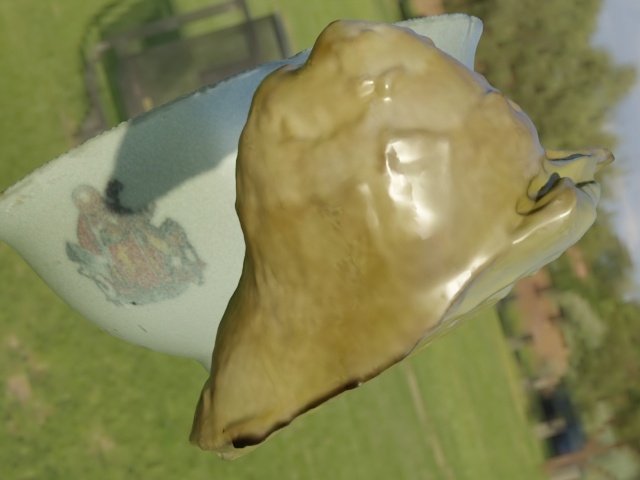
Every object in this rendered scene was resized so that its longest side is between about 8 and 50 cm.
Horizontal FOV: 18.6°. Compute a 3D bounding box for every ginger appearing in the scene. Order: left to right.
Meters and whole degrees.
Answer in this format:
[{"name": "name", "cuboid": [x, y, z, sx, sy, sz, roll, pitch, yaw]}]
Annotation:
[{"name": "ginger", "cuboid": [-0.001, 0.004, 0.715, 0.122, 0.193, 0.115, 45, 20, -11]}]

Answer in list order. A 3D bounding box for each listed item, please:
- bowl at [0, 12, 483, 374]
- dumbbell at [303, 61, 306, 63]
[{"name": "bowl", "cuboid": [-0.036, -0.008, 1.566, 0.435, 0.434, 0.196, 25, 42, -84]}, {"name": "dumbbell", "cuboid": [0.028, -0.044, 0.997, 0.046, 0.052, 0.118, 11, 52, -64]}]
